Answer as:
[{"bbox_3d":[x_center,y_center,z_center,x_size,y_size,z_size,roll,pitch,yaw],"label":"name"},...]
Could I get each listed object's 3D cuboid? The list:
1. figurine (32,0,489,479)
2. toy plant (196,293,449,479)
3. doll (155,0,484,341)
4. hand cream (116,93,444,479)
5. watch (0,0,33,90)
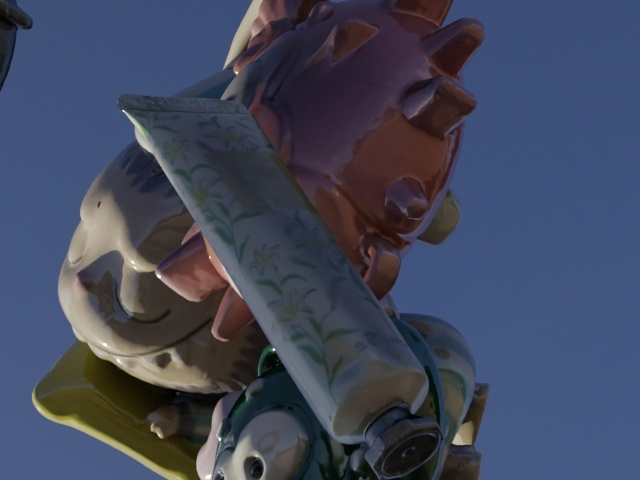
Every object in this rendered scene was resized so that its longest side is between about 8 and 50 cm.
[{"bbox_3d":[0.000,0.000,1.387,0.361,0.266,0.378,18,-57,-3],"label":"figurine"},{"bbox_3d":[-0.005,0.161,1.152,0.112,0.243,0.232,16,-26,-35],"label":"toy plant"},{"bbox_3d":[0.001,-0.051,0.913,0.093,0.262,0.211,32,-59,-30],"label":"doll"},{"bbox_3d":[-0.013,0.008,0.716,0.067,0.194,0.042,-5,-41,-38],"label":"hand cream"},{"bbox_3d":[-0.261,-0.112,1.060,0.068,0.206,0.193,32,-119,-55],"label":"watch"}]
